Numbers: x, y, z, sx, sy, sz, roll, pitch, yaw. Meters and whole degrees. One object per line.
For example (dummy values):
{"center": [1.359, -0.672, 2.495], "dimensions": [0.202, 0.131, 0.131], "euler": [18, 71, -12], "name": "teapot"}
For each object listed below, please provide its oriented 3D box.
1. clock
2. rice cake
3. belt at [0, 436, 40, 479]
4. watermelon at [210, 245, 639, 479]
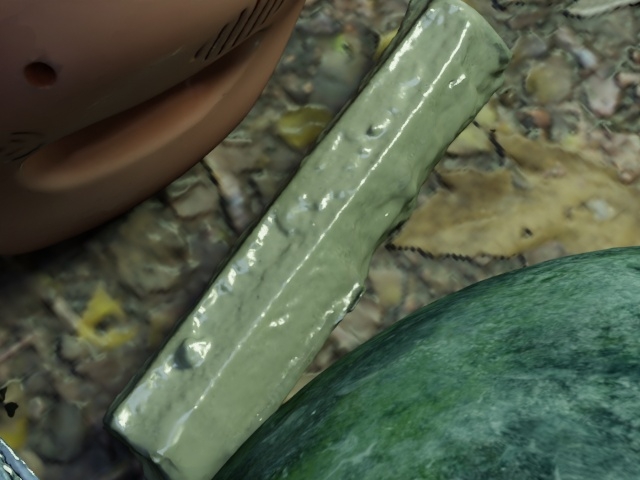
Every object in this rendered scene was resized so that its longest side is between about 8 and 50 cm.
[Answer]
{"center": [-0.085, -0.092, 0.555], "dimensions": [0.227, 0.241, 0.142], "euler": [-33, 90, -23], "name": "clock"}
{"center": [0.000, 0.000, 0.631], "dimensions": [0.057, 0.052, 0.256], "euler": [45, 65, -19], "name": "rice cake"}
{"center": [-0.183, 0.113, 0.540], "dimensions": [0.190, 0.082, 0.141], "euler": [10, 69, 1], "name": "belt"}
{"center": [0.116, 0.117, 0.506], "dimensions": [0.319, 0.289, 0.214], "euler": [-21, 104, -34], "name": "watermelon"}
